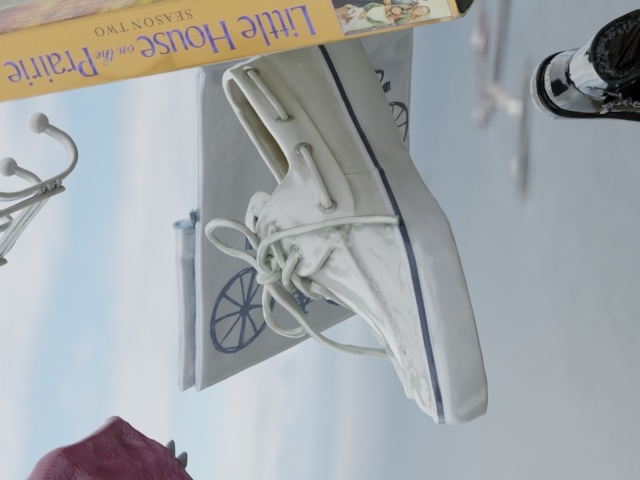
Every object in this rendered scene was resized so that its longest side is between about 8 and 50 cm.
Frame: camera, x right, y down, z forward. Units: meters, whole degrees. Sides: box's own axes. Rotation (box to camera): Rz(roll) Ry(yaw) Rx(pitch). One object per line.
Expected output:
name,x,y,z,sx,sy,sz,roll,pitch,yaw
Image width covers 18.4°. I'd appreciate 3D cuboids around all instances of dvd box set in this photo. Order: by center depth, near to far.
dvd box set,-0.051,-0.224,1.477,0.062,0.420,0.308,67,-148,-27

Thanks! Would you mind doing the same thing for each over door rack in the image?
over door rack,-0.374,0.020,1.684,0.324,0.108,0.239,-39,-1,-29

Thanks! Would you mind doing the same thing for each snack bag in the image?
snack bag,-0.022,-0.052,1.918,0.323,0.037,0.343,-24,-55,-43

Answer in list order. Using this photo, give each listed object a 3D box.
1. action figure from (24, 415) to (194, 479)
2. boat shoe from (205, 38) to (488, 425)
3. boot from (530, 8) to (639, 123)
action figure,-0.228,0.245,1.434,0.370,0.248,0.276,0,-58,-56
boat shoe,-0.001,-0.007,1.407,0.136,0.156,0.367,83,169,-52
boot,0.342,-0.165,1.886,0.207,0.246,0.094,163,103,-75
